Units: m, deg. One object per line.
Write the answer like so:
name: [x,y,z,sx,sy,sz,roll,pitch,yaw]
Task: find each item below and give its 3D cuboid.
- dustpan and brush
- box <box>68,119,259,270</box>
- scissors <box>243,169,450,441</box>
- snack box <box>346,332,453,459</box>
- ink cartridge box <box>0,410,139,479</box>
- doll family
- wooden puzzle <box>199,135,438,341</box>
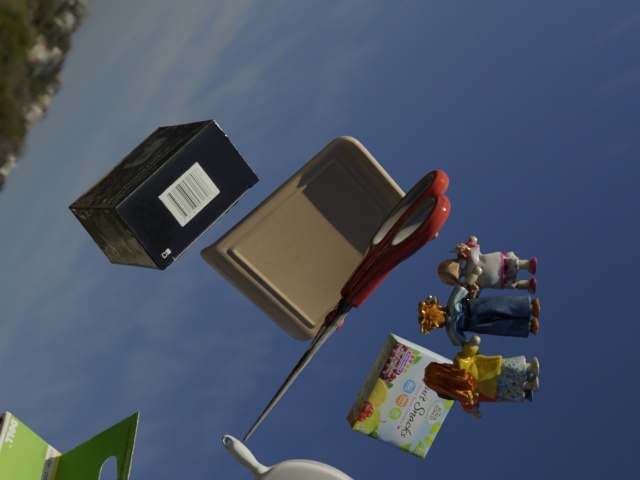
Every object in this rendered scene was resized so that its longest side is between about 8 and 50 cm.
dustpan and brush: [-0.056,0.315,1.533,0.147,0.211,0.060,-48,160,-5]
box: [-0.181,-0.052,1.374,0.156,0.093,0.158,-45,-158,-22]
scissors: [0.023,0.058,1.110,0.297,0.021,0.109,-51,-164,10]
snack box: [0.178,0.320,2.484,0.207,0.174,0.070,-62,-165,6]
ink cartridge box: [-0.335,0.281,1.344,0.255,0.097,0.189,-29,-147,23]
doll family: [0.215,0.131,1.652,0.118,0.163,0.263,-77,167,-79]
wooden puzzle: [0.000,0.000,1.503,0.238,0.221,0.044,-37,-139,8]
